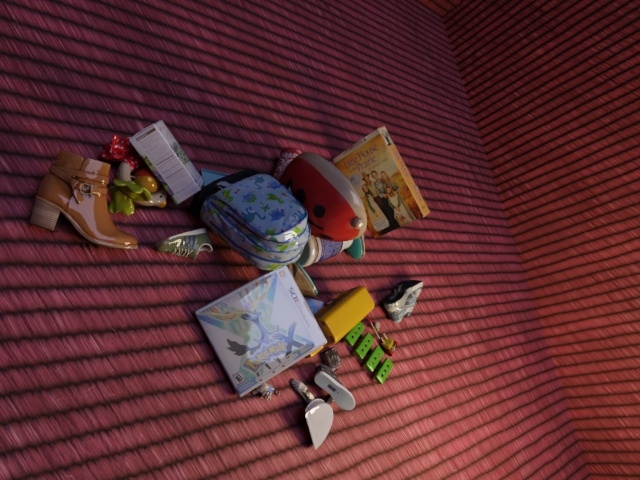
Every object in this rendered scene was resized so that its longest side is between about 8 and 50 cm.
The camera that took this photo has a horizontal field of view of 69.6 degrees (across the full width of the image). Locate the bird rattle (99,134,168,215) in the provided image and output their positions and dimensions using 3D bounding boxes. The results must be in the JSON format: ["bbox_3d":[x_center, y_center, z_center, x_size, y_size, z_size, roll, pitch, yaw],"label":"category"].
[{"bbox_3d":[-0.566,-0.193,1.411,0.207,0.143,0.253,19,45,-49],"label":"bird rattle"}]

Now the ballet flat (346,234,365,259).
[{"bbox_3d":[0.125,-0.071,1.979,0.106,0.107,0.316,-23,89,-53],"label":"ballet flat"}]

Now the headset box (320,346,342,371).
[{"bbox_3d":[0.042,0.444,1.707,0.062,0.032,0.083,-12,78,-45],"label":"headset box"}]

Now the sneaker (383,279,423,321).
[{"bbox_3d":[0.377,0.268,2.073,0.283,0.110,0.122,-30,110,-44],"label":"sneaker"}]

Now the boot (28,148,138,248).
[{"bbox_3d":[-0.615,-0.104,1.265,0.283,0.109,0.220,21,80,-21],"label":"boot"}]

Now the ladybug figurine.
[{"bbox_3d":[-0.010,-0.135,1.590,0.162,0.449,0.305,-30,126,-19],"label":"ladybug figurine"}]

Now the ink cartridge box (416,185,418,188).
[{"bbox_3d":[0.385,-0.171,2.210,0.128,0.176,0.127,-7,76,-45],"label":"ink cartridge box"}]

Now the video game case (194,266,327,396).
[{"bbox_3d":[-0.184,0.278,1.471,0.329,0.036,0.300,-28,90,-20],"label":"video game case"}]

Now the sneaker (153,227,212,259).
[{"bbox_3d":[-0.420,0.022,1.451,0.192,0.064,0.086,-22,82,-49],"label":"sneaker"}]

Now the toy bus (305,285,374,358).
[{"bbox_3d":[0.050,0.289,1.661,0.333,0.130,0.108,-31,94,-47],"label":"toy bus"}]

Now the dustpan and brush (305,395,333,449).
[{"bbox_3d":[0.012,0.593,1.594,0.211,0.060,0.147,-28,110,-44],"label":"dustpan and brush"}]

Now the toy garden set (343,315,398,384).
[{"bbox_3d":[0.207,0.421,1.865,0.244,0.049,0.204,53,47,-9],"label":"toy garden set"}]

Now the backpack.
[{"bbox_3d":[-0.198,-0.068,1.501,0.290,0.273,0.355,-28,78,-40],"label":"backpack"}]

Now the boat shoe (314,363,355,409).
[{"bbox_3d":[0.054,0.515,1.634,0.183,0.065,0.083,45,12,-6],"label":"boat shoe"}]

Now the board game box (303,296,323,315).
[{"bbox_3d":[-0.079,0.281,1.667,0.211,0.039,0.160,19,59,-37],"label":"board game box"}]

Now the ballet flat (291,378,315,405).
[{"bbox_3d":[-0.053,0.518,1.579,0.114,0.041,0.041,54,45,-9],"label":"ballet flat"}]

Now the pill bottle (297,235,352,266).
[{"bbox_3d":[0.000,0.000,1.789,0.265,0.153,0.153,-17,83,-45],"label":"pill bottle"}]

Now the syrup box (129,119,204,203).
[{"bbox_3d":[-0.467,-0.242,1.420,0.237,0.096,0.093,57,8,-22],"label":"syrup box"}]

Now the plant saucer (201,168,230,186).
[{"bbox_3d":[-0.344,-0.209,1.666,0.192,0.018,0.067,8,66,-41],"label":"plant saucer"}]

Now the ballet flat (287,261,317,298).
[{"bbox_3d":[-0.144,0.087,1.656,0.124,0.116,0.342,-33,98,-26],"label":"ballet flat"}]

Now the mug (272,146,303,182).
[{"bbox_3d":[-0.115,-0.267,1.825,0.150,0.113,0.169,13,57,9],"label":"mug"}]

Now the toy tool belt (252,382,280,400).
[{"bbox_3d":[-0.175,0.488,1.481,0.083,0.052,0.051,38,81,-20],"label":"toy tool belt"}]

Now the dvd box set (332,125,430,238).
[{"bbox_3d":[0.260,-0.245,2.037,0.062,0.307,0.420,-29,93,-44],"label":"dvd box set"}]
